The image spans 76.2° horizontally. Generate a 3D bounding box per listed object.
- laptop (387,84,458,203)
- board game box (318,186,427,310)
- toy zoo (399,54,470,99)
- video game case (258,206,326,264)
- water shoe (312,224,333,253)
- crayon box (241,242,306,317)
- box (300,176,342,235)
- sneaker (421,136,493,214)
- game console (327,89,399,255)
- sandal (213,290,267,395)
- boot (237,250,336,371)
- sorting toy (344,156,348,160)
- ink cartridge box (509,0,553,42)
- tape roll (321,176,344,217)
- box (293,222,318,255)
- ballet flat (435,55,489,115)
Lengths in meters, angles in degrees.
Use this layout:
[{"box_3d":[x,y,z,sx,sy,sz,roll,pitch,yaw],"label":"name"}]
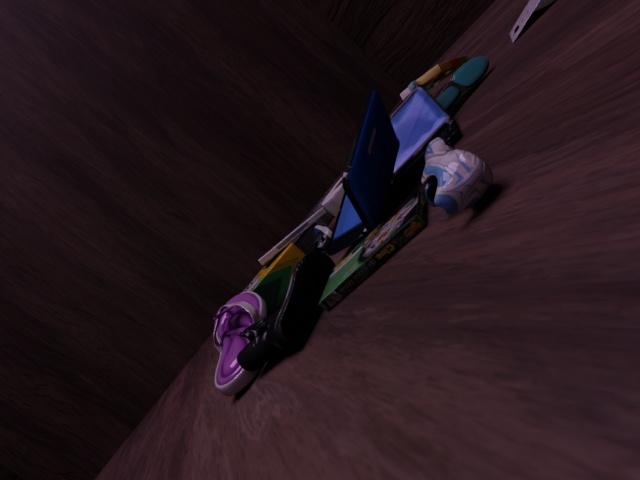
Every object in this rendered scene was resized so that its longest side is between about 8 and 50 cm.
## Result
[{"box_3d":[0.205,-0.245,1.016,0.234,0.136,0.264,-47,5,28],"label":"laptop"},{"box_3d":[0.098,0.018,0.767,0.259,0.030,0.136,-46,10,31],"label":"board game box"},{"box_3d":[0.432,-0.627,1.579,0.293,0.030,0.192,-34,5,-40],"label":"toy zoo"},{"box_3d":[-0.107,-0.012,1.471,0.285,0.025,0.204,-40,4,-8],"label":"video game case"},{"box_3d":[0.000,0.000,1.281,0.080,0.073,0.203,-53,7,-7],"label":"water shoe"},{"box_3d":[-0.198,0.175,1.453,0.313,0.106,0.363,-52,8,-16],"label":"crayon box"},{"box_3d":[0.035,-0.158,1.861,0.307,0.076,0.242,-54,8,-28],"label":"box"},{"box_3d":[0.183,-0.098,0.611,0.086,0.085,0.237,-43,8,16],"label":"sneaker"},{"box_3d":[0.071,-0.148,0.946,0.173,0.250,0.293,-4,53,29],"label":"game console"},{"box_3d":[-0.222,0.221,1.058,0.169,0.102,0.416,-40,23,0],"label":"sandal"},{"box_3d":[-0.079,0.151,0.886,0.207,0.094,0.246,-38,20,44],"label":"boot"},{"box_3d":[0.111,-0.288,1.402,0.061,0.042,0.102,-46,8,26],"label":"sorting toy"},{"box_3d":[0.607,-0.655,1.100,0.189,0.066,0.232,-60,-9,-52],"label":"ink cartridge box"},{"box_3d":[0.129,-0.196,1.395,0.286,0.100,0.286,-48,8,9],"label":"tape roll"},{"box_3d":[-0.052,0.015,1.527,0.137,0.072,0.126,-53,7,-17],"label":"box"},{"box_3d":[0.376,-0.410,1.121,0.213,0.072,0.068,-48,-23,0],"label":"ballet flat"}]
